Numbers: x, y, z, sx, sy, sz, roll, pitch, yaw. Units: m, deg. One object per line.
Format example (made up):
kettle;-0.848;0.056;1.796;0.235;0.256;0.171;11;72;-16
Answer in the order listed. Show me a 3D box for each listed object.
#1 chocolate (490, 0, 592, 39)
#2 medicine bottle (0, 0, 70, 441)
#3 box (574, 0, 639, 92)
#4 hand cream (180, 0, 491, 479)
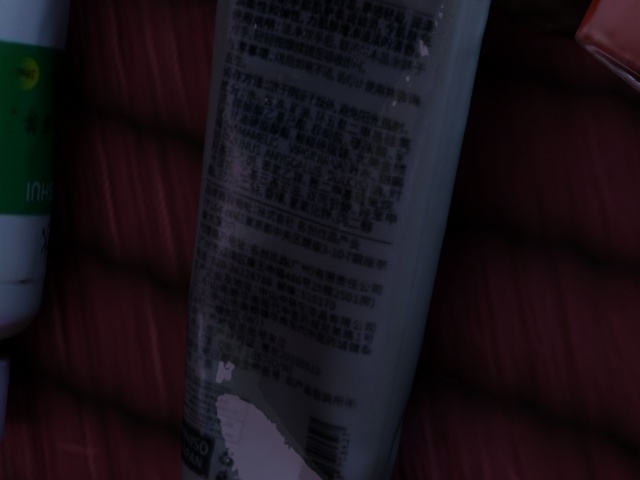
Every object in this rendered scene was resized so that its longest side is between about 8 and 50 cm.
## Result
chocolate;0.048;-0.178;0.632;0.214;0.093;0.148;34;107;23
medicine bottle;-0.162;-0.041;0.741;0.095;0.095;0.260;9;93;27
box;0.172;-0.059;0.520;0.133;0.182;0.099;32;104;20
hand cream;0.000;0.000;0.638;0.124;0.077;0.341;21;111;32
